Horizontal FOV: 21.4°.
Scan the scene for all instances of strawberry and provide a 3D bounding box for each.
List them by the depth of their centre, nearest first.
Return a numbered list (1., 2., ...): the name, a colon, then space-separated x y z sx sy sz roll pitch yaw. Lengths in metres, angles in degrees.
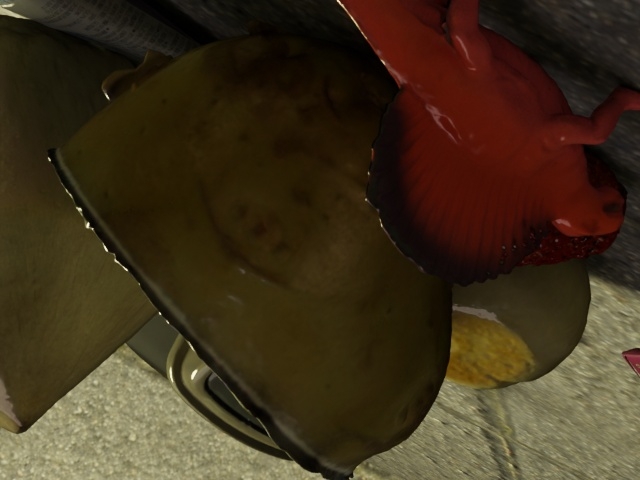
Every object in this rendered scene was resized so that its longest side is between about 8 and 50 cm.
1. strawberry: 0.130 -0.024 0.987 0.096 0.083 0.083 21 168 3

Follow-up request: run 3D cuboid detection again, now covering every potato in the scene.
1. potato: 0.000 0.000 1.053 0.299 0.196 0.246 50 -176 -36

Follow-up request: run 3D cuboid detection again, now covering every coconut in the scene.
1. coconut: -0.245 -0.005 1.295 0.329 0.328 0.329 28 168 6

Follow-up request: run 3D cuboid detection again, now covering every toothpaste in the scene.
1. toothpaste: -0.182 -0.173 1.126 0.299 0.073 0.114 29 170 -37

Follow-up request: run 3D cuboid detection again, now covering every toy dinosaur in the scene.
1. toy dinosaur: 0.047 -0.066 0.834 0.286 0.139 0.070 35 166 -26

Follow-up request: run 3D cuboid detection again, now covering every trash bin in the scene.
1. trash bin: -0.079 0.111 1.801 0.209 0.182 0.290 34 173 -27

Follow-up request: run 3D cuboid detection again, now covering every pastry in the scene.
1. pastry: 0.109 0.037 1.185 0.156 0.092 0.156 10 141 8

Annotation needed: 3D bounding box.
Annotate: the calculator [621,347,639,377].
1. calculator: 0.329 0.134 1.282 0.190 0.034 0.127 32 166 -18
